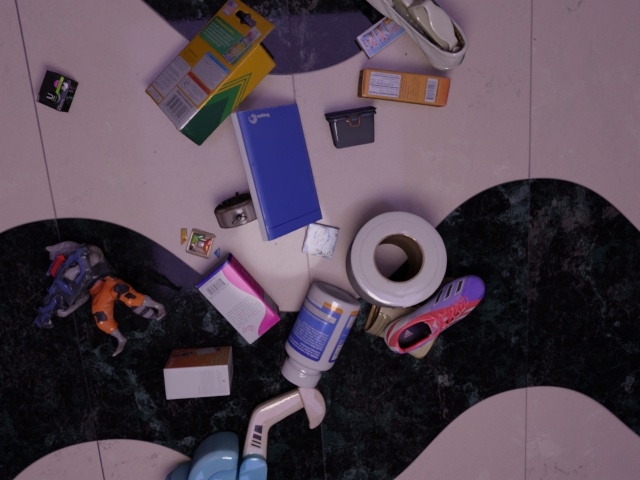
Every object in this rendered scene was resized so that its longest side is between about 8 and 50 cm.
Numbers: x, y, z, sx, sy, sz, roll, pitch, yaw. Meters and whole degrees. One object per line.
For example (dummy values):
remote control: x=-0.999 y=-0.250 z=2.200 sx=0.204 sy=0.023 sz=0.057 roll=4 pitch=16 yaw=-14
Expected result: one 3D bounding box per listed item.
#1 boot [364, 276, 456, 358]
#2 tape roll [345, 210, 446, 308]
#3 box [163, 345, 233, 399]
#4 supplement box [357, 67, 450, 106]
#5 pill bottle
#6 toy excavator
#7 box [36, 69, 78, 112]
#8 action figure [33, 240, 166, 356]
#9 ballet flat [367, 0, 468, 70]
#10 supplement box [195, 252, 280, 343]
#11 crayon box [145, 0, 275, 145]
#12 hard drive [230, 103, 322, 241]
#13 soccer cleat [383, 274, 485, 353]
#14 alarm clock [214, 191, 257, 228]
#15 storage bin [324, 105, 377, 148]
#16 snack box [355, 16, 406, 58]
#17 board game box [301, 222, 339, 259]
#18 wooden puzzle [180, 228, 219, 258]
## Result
boot: x=0.266 y=0.192 z=1.387 sx=0.203 sy=0.095 sz=0.262 roll=27 pitch=100 yaw=-9
tape roll: x=0.194 y=0.057 z=1.274 sx=0.246 sy=0.169 sz=0.246 roll=0 pitch=80 yaw=-2
box: x=-0.336 y=0.367 z=1.335 sx=0.170 sy=0.130 sz=0.091 roll=-2 pitch=102 yaw=-6
supplement box: x=0.219 y=-0.407 z=1.270 sx=0.233 sy=0.078 sz=0.080 roll=7 pitch=103 yaw=-7
pill bottle: x=-0.008 y=0.267 z=1.340 sx=0.152 sy=0.152 sz=0.272 roll=24 pitch=98 yaw=-10
toy excavator: x=-0.217 y=0.622 z=1.373 sx=0.433 sy=0.222 sz=0.445 roll=6 pitch=92 yaw=-8
box: x=-0.659 y=-0.373 z=1.196 sx=0.062 sy=0.052 sz=0.083 roll=23 pitch=99 yaw=-10
action figure: x=-0.610 y=0.144 z=1.280 sx=0.341 sy=0.178 sz=0.330 roll=-36 pitch=97 yaw=29
ballet flat: x=0.228 y=-0.596 z=1.184 sx=0.400 sy=0.139 sz=0.139 roll=44 pitch=94 yaw=-9
supplement box: x=-0.222 y=0.157 z=1.315 sx=0.111 sy=0.114 sz=0.220 roll=-39 pitch=101 yaw=1
crayon box: x=-0.253 y=-0.413 z=1.159 sx=0.323 sy=0.083 sz=0.203 roll=-46 pitch=58 yaw=5
hard drive: x=-0.104 y=-0.181 z=1.233 sx=0.210 sy=0.040 sz=0.319 roll=-26 pitch=108 yaw=-46
soccer cleat: x=0.319 y=0.204 z=1.285 sx=0.318 sy=0.116 sz=0.109 roll=-32 pitch=93 yaw=-1
alarm clock: x=-0.209 y=-0.076 z=1.229 sx=0.129 sy=0.192 sz=0.064 roll=-19 pitch=113 yaw=-3
storage bin: x=0.086 y=-0.300 z=1.273 sx=0.135 sy=0.098 sz=0.091 roll=-12 pitch=112 yaw=-4
snack box: x=0.184 y=-0.561 z=1.263 sx=0.178 sy=0.022 sz=0.064 roll=-36 pitch=102 yaw=2
board game box: x=0.000 y=0.000 z=1.355 sx=0.090 sy=0.020 sz=0.090 roll=14 pitch=100 yaw=-9
wooden puzzle: x=-0.334 y=0.010 z=1.325 sx=0.116 sy=0.014 sz=0.079 roll=11 pitch=100 yaw=-8
